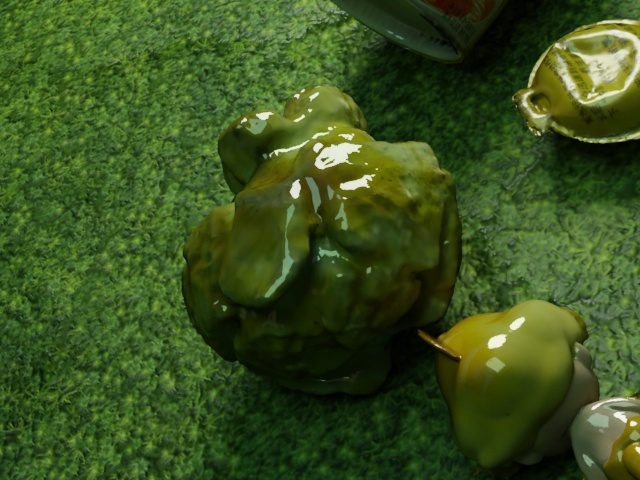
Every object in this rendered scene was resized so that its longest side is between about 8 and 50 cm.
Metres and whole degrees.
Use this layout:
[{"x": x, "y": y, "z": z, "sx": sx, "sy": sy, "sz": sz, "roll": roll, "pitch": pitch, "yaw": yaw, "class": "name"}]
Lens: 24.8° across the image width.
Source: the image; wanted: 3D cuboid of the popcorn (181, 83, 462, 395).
[{"x": -0.001, "y": -0.006, "z": 1.284, "sx": 0.276, "sy": 0.225, "sz": 0.276, "roll": -13, "pitch": 55, "yaw": 19, "class": "popcorn"}]

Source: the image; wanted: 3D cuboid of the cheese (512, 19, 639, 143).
[{"x": 0.297, "y": -0.160, "z": 1.321, "sx": 0.250, "sy": 0.064, "sz": 0.157, "roll": -25, "pitch": 50, "yaw": 2, "class": "cheese"}]

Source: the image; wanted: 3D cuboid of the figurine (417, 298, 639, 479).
[{"x": 0.184, "y": 0.134, "z": 1.155, "sx": 0.246, "sy": 0.131, "sz": 0.156, "roll": 27, "pitch": 90, "yaw": 30, "class": "figurine"}]

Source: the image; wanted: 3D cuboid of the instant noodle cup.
[{"x": 0.102, "y": -0.311, "z": 1.429, "sx": 0.264, "sy": 0.264, "sz": 0.200, "roll": 30, "pitch": 86, "yaw": 41, "class": "instant noodle cup"}]
